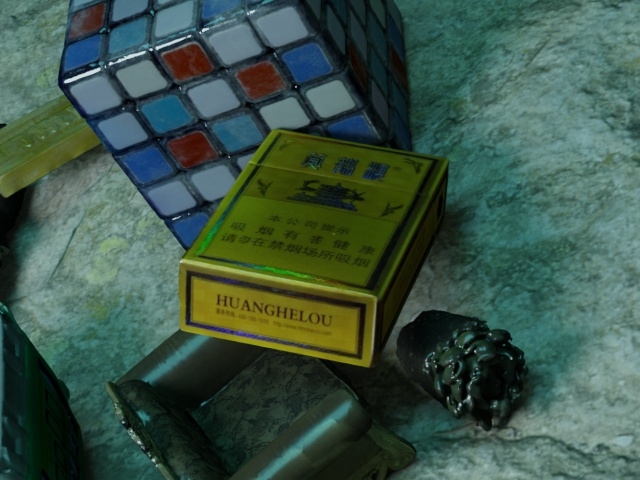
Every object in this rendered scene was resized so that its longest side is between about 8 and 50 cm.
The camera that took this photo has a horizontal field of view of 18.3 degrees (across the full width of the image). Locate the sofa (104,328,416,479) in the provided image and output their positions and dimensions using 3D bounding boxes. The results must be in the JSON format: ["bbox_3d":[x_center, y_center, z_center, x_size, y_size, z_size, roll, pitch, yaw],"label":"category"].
[{"bbox_3d":[-0.067,0.160,1.881,0.200,0.182,0.258,-38,40,-4],"label":"sofa"}]

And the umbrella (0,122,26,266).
[{"bbox_3d":[-0.415,-0.017,2.351,0.113,0.106,0.358,0,45,7],"label":"umbrella"}]

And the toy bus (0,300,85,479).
[{"bbox_3d":[-0.329,0.234,1.947,0.183,0.199,0.343,-31,28,8],"label":"toy bus"}]

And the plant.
[{"bbox_3d":[0.134,0.118,1.861,0.092,0.094,0.143,-32,27,-18],"label":"plant"}]

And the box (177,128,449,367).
[{"bbox_3d":[0.000,0.000,1.938,0.192,0.084,0.301,11,30,12],"label":"box"}]

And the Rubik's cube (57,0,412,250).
[{"bbox_3d":[-0.086,-0.210,2.172,0.293,0.287,0.292,-18,43,19],"label":"Rubik's cube"}]

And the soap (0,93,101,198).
[{"bbox_3d":[-0.301,-0.136,2.382,0.252,0.037,0.092,-33,41,-26],"label":"soap"}]
